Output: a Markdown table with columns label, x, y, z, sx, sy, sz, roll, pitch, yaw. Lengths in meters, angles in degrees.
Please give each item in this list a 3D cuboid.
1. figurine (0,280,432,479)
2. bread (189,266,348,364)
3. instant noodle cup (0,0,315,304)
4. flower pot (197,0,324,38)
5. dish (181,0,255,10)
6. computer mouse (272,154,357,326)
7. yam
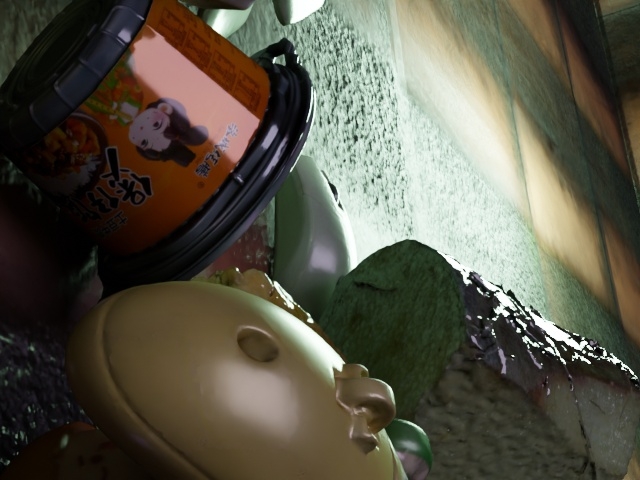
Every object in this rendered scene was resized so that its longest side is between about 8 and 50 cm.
| label | x | y | z | sx | sy | sz | roll | pitch | yaw |
| --- | --- | --- | --- | --- | --- | --- | --- | --- | --- |
| figurine | -0.056 | 0.135 | 0.593 | 0.324 | 0.222 | 0.124 | 67 | 14 | -50 |
| bread | -0.040 | 0.120 | 0.774 | 0.196 | 0.102 | 0.138 | 50 | 35 | -45 |
| instant noodle cup | -0.107 | -0.072 | 0.690 | 0.125 | 0.177 | 0.208 | 42 | 48 | -29 |
| flower pot | -0.056 | -0.342 | 0.860 | 0.367 | 0.254 | 0.164 | 65 | 24 | -14 |
| dish | -0.081 | -0.180 | 0.698 | 0.154 | 0.234 | 0.064 | 19 | 94 | -20 |
| computer mouse | 0.000 | 0.000 | 1.005 | 0.089 | 0.056 | 0.182 | 49 | 32 | -51 |
| yam | 0.126 | 0.126 | 0.949 | 0.271 | 0.202 | 0.201 | 28 | 20 | -31 |
